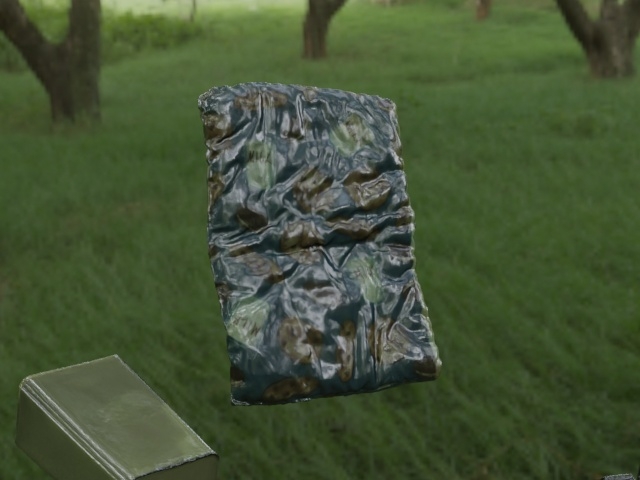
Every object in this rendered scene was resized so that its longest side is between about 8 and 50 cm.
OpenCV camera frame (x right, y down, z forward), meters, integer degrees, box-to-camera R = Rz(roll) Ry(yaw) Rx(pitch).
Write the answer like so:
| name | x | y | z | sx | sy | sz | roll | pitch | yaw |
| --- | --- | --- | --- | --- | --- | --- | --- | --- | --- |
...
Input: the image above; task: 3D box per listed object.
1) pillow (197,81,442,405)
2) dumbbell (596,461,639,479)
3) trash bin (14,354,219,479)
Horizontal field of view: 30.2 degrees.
| name | x | y | z | sx | sy | sz | roll | pitch | yaw |
| --- | --- | --- | --- | --- | --- | --- | --- | --- | --- |
| pillow | -0.002 | -0.002 | 0.948 | 0.188 | 0.256 | 0.034 | -2 | -10 | -28 |
| dumbbell | 0.198 | 0.155 | 0.728 | 0.036 | 0.040 | 0.083 | -34 | -11 | -28 |
| trash bin | -0.100 | 0.101 | 0.581 | 0.061 | 0.043 | 0.092 | -11 | 33 | -41 |
